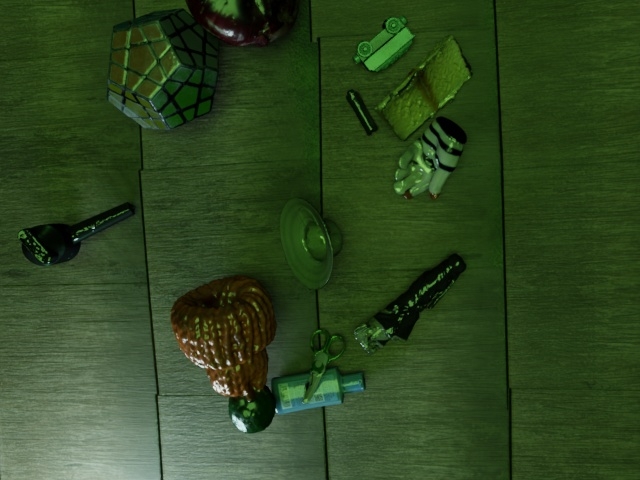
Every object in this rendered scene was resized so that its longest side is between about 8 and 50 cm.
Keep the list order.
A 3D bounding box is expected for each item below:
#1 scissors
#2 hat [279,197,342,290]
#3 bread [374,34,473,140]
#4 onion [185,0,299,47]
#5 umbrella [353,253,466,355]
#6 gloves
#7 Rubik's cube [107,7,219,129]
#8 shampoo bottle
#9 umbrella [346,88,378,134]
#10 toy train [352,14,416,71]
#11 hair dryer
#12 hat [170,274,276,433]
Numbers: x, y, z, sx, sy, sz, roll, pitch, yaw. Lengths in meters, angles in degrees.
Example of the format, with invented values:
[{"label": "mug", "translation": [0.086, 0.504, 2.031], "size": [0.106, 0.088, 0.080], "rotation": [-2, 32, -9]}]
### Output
[{"label": "scissors", "translation": [-0.004, 0.347, 1.743], "size": [0.101, 0.027, 0.204], "rotation": [15, 73, 20]}, {"label": "hat", "translation": [0.000, 0.000, 1.705], "size": [0.110, 0.252, 0.252], "rotation": [-16, 93, -32]}, {"label": "bread", "translation": [0.259, -0.398, 1.649], "size": [0.266, 0.142, 0.178], "rotation": [-42, 129, 7]}, {"label": "onion", "translation": [-0.201, -0.632, 1.635], "size": [0.314, 0.232, 0.314], "rotation": [5, 75, -19]}, {"label": "umbrella", "translation": [0.245, 0.173, 1.697], "size": [0.358, 0.113, 0.106], "rotation": [-41, 67, 8]}, {"label": "gloves", "translation": [0.282, -0.203, 1.668], "size": [0.140, 0.131, 0.218], "rotation": [33, 128, 1]}, {"label": "Rubik's cube", "translation": [-0.405, -0.439, 1.649], "size": [0.319, 0.319, 0.264], "rotation": [-11, 118, 8]}, {"label": "shampoo bottle", "translation": [-0.003, 0.410, 1.771], "size": [0.258, 0.061, 0.104], "rotation": [-11, 86, 8]}, {"label": "umbrella", "translation": [0.111, -0.345, 1.713], "size": [0.036, 0.031, 0.133], "rotation": [-30, 90, -18]}, {"label": "toy train", "translation": [0.167, -0.510, 1.675], "size": [0.172, 0.070, 0.099], "rotation": [-39, 100, 9]}, {"label": "hair dryer", "translation": [-0.651, -0.031, 1.741], "size": [0.302, 0.244, 0.116], "rotation": [-28, 97, -6]}, {"label": "hat", "translation": [-0.211, 0.299, 1.716], "size": [0.285, 0.285, 0.400], "rotation": [-19, 114, 8]}]
